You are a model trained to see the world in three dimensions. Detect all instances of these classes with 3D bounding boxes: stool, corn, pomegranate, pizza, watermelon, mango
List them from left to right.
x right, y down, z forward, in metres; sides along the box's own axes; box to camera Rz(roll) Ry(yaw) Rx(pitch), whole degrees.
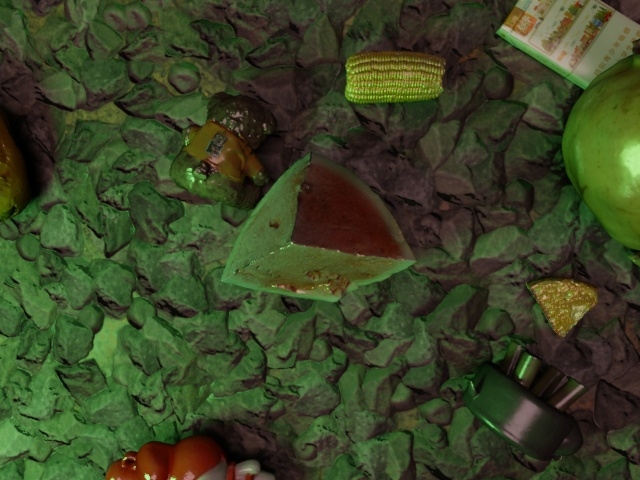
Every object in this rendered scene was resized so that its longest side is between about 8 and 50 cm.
[{"bbox_3d":[-0.623,-0.152,0.835,0.156,0.151,0.249,-13,100,38],"label":"mango"},{"bbox_3d":[0.000,0.000,0.758,0.260,0.176,0.256,17,104,-17],"label":"watermelon"},{"bbox_3d":[0.124,-0.272,0.772,0.165,0.063,0.085,3,85,5],"label":"corn"},{"bbox_3d":[0.341,0.261,0.754,0.228,0.153,0.139,30,94,-39],"label":"stool"},{"bbox_3d":[0.406,0.114,0.785,0.123,0.026,0.109,5,97,4],"label":"pizza"},{"bbox_3d":[0.511,-0.136,0.614,0.332,0.332,0.332,0,94,6],"label":"pomegranate"}]

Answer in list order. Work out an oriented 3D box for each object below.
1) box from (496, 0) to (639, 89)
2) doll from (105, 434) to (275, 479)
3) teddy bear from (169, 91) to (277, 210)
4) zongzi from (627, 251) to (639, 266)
[{"bbox_3d":[0.416,-0.334,0.751,0.220,0.032,0.122,34,98,2],"label":"box"},{"bbox_3d":[-0.231,0.429,0.824,0.290,0.130,0.161,17,109,-9],"label":"doll"},{"bbox_3d":[-0.162,-0.157,0.782,0.177,0.140,0.190,25,88,7],"label":"teddy bear"},{"bbox_3d":[0.681,0.018,0.695,0.300,0.145,0.274,39,93,9],"label":"zongzi"}]
